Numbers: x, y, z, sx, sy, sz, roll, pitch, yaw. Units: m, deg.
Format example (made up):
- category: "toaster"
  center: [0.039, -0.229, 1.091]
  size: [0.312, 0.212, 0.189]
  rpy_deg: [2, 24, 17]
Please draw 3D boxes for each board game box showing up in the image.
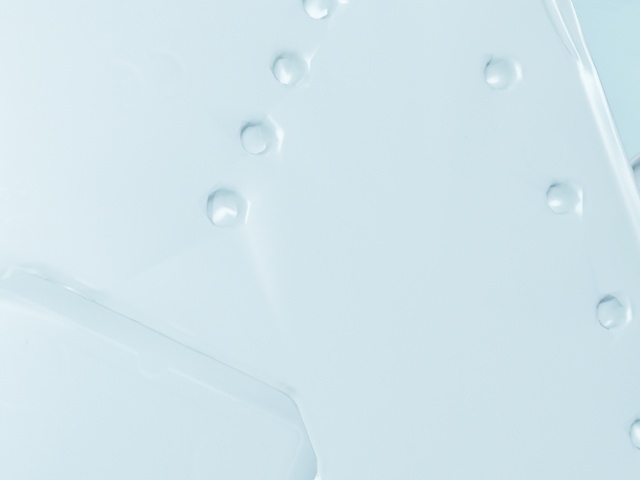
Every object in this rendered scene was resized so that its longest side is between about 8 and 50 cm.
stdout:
- category: "board game box"
  center: [-0.071, 0.077, 0.435]
  size: [0.390, 0.050, 0.389]
  rpy_deg: [-19, 90, -21]

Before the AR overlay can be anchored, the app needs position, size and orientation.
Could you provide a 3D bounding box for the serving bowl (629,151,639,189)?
- category: "serving bowl"
  center: [0.159, -0.002, 0.675]
  size: [0.083, 0.027, 0.083]
  rpy_deg: [1, 78, -5]
